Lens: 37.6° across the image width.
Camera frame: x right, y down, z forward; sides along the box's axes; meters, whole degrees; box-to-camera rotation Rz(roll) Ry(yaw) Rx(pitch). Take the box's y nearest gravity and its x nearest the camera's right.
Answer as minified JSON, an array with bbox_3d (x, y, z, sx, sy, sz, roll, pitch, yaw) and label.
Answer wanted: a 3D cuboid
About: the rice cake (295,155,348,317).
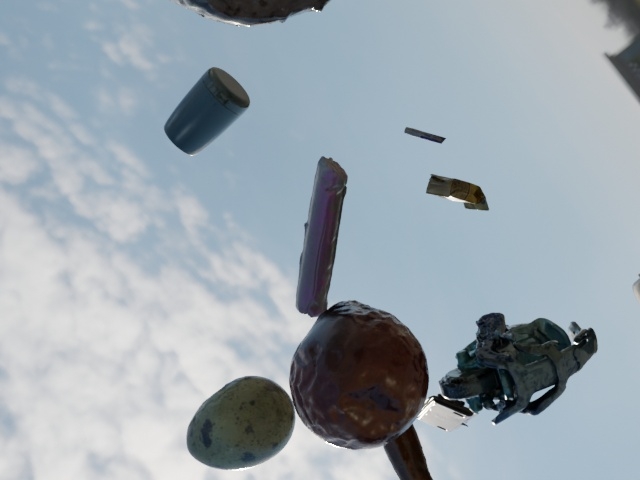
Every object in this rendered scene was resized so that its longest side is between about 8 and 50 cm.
[{"bbox_3d":[0.001,0.000,1.419,0.055,0.270,0.049,31,-146,35],"label":"rice cake"}]

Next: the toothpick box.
[{"bbox_3d":[-0.251,-0.276,2.047,0.120,0.184,0.120,40,-160,-17],"label":"toothpick box"}]

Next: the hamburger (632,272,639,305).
[{"bbox_3d":[0.653,0.061,1.515,0.170,0.302,0.302,56,-156,15],"label":"hamburger"}]

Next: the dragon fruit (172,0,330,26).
[{"bbox_3d":[-0.110,-0.347,0.843,0.203,0.283,0.221,-10,-153,-19],"label":"dragon fruit"}]

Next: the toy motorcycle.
[{"bbox_3d":[0.301,0.179,1.414,0.260,0.206,0.154,-24,-82,-55],"label":"toy motorcycle"}]

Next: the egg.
[{"bbox_3d":[-0.127,0.294,1.499,0.141,0.181,0.141,62,173,14],"label":"egg"}]

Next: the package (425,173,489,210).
[{"bbox_3d":[0.282,-0.098,1.911,0.131,0.047,0.071,15,177,-38],"label":"package"}]

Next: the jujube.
[{"bbox_3d":[0.049,0.173,1.284,0.190,0.190,0.255,46,-168,-11],"label":"jujube"}]

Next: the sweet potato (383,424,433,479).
[{"bbox_3d":[0.130,0.324,1.374,0.057,0.057,0.265,16,-136,-53],"label":"sweet potato"}]

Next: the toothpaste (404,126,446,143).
[{"bbox_3d":[0.205,-0.207,1.853,0.083,0.015,0.024,18,-138,23],"label":"toothpaste"}]

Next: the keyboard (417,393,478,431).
[{"bbox_3d":[0.222,0.308,1.676,0.093,0.025,0.230,20,163,4],"label":"keyboard"}]
